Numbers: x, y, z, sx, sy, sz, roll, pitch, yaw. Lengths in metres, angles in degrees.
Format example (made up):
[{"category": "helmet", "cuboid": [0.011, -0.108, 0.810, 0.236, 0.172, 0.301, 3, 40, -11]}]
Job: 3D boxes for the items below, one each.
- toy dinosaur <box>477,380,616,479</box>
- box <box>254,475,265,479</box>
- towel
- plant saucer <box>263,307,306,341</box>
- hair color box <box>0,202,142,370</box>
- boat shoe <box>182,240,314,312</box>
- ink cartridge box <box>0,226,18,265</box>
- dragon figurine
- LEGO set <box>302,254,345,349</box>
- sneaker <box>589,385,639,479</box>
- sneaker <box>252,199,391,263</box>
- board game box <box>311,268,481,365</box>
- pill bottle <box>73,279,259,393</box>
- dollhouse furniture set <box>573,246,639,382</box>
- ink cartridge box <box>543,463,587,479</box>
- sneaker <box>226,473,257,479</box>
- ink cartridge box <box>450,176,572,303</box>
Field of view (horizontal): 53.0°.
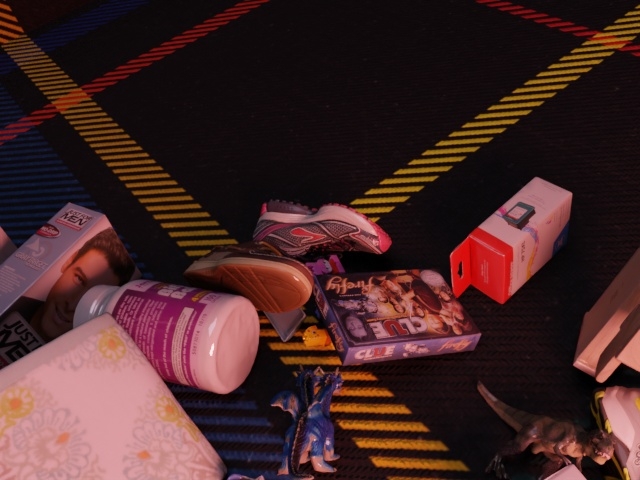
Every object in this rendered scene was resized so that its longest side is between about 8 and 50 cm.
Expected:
[{"category": "toy dinosaur", "cuboid": [0.295, 0.285, 0.887, 0.268, 0.064, 0.118, 6, 72, 64]}, {"category": "box", "cuboid": [-0.149, 0.438, 0.910, 0.207, 0.036, 0.114, -27, 46, -11]}, {"category": "towel", "cuboid": [-0.350, 0.308, 0.878, 0.321, 0.090, 0.374, 54, 44, 2]}, {"category": "plant saucer", "cuboid": [-0.087, 0.106, 1.208, 0.067, 0.018, 0.192, -53, 47, 13]}, {"category": "hair color box", "cuboid": [-0.531, 0.126, 1.218, 0.113, 0.185, 0.374, 16, 54, 30]}, {"category": "boat shoe", "cuboid": [-0.119, 0.046, 1.159, 0.342, 0.123, 0.123, -6, 40, 52]}, {"category": "ink cartridge box", "cuboid": [-0.755, 0.105, 1.296, 0.269, 0.198, 0.197, -5, 45, 12]}, {"category": "dragon figurine", "cuboid": [-0.021, 0.258, 0.933, 0.085, 0.289, 0.144, -7, 83, 12]}, {"category": "LEGO set", "cuboid": [0.013, 0.133, 1.111, 0.093, 0.087, 0.227, -1, 40, -24]}, {"category": "sneaker", "cuboid": [0.444, 0.336, 0.761, 0.147, 0.145, 0.385, -9, 47, 9]}, {"category": "sneaker", "cuboid": [0.000, 0.000, 1.243, 0.299, 0.121, 0.112, 5, 66, 36]}, {"category": "board game box", "cuboid": [0.122, 0.120, 1.062, 0.243, 0.042, 0.165, -2, 40, -24]}, {"category": "pill bottle", "cuboid": [-0.273, 0.158, 1.124, 0.301, 0.169, 0.169, 7, 49, 21]}, {"category": "dollhouse furniture set", "cuboid": [0.536, 0.174, 0.871, 0.303, 0.198, 0.286, 29, 38, 12]}, {"category": "ink cartridge box", "cuboid": [0.282, 0.377, 0.746, 0.127, 0.176, 0.128, -29, 45, -9]}, {"category": "sneaker", "cuboid": [-0.080, 0.367, 0.891, 0.135, 0.058, 0.052, 17, 53, 27]}, {"category": "ink cartridge box", "cuboid": [0.330, 0.012, 1.113, 0.231, 0.134, 0.078, -38, 50, -20]}]
